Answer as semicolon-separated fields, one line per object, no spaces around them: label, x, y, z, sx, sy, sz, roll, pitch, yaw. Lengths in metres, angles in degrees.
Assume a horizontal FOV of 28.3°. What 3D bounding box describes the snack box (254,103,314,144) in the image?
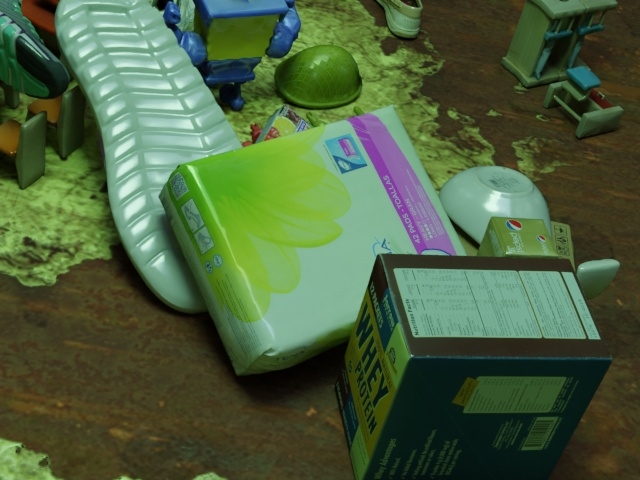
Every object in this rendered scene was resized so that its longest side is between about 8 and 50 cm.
snack box;-0.013;-0.085;1.518;0.141;0.037;0.100;38;42;-12

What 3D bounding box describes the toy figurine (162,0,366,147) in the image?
toy figurine;-0.073;-0.237;1.568;0.362;0.217;0.191;-8;47;-24

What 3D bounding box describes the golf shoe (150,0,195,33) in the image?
golf shoe;-0.195;-0.316;1.717;0.069;0.086;0.176;13;40;-1

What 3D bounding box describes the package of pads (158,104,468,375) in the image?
package of pads;0.000;0.000;1.366;0.296;0.101;0.229;-19;78;-32

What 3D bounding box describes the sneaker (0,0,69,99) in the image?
sneaker;-0.349;-0.245;1.431;0.223;0.083;0.098;34;51;18

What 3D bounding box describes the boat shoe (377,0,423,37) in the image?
boat shoe;0.117;-0.371;1.891;0.063;0.059;0.170;1;45;-24

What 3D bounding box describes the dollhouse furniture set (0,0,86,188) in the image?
dollhouse furniture set;-0.386;-0.222;1.514;0.262;0.135;0.259;28;43;14

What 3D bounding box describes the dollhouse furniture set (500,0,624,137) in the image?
dollhouse furniture set;0.376;-0.260;1.800;0.129;0.129;0.184;-15;49;-30

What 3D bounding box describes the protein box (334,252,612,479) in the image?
protein box;0.141;0.131;1.244;0.201;0.200;0.136;2;43;-15

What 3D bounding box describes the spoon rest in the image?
spoon rest;0.241;-0.007;1.502;0.137;0.084;0.276;-6;32;-25

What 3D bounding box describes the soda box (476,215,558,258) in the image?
soda box;0.191;0.060;1.352;0.061;0.181;0.058;2;43;-14

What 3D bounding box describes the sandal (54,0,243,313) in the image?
sandal;-0.184;-0.107;1.447;0.169;0.102;0.416;-14;73;-22

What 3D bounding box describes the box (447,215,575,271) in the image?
box;0.224;0.037;1.509;0.164;0.021;0.201;11;42;-5
